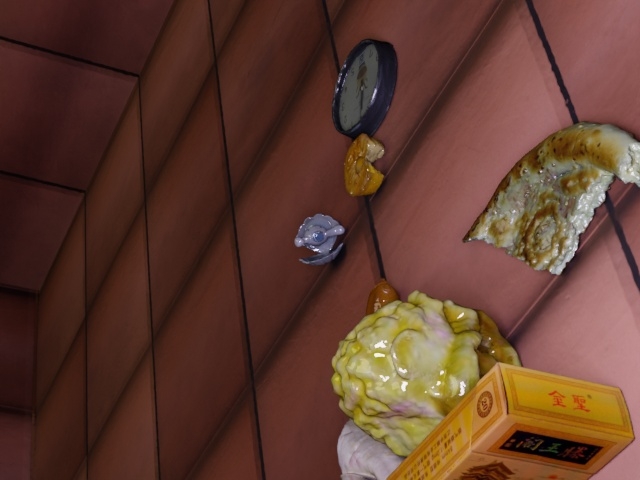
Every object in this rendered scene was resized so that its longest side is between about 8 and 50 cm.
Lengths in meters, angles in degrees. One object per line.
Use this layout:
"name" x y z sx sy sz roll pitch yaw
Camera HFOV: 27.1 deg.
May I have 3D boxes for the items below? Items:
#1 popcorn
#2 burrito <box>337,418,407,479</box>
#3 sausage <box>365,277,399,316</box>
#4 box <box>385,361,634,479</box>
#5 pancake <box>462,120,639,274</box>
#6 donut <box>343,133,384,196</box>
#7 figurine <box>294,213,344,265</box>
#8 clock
"popcorn" 0.146 0.175 1.752 0.259 0.259 0.212 -50 20 47
"burrito" 0.117 0.357 1.812 0.299 0.105 0.143 -142 38 -63
"sausage" 0.094 0.149 2.068 0.062 0.054 0.183 63 -148 -75
"box" 0.215 0.260 1.571 0.274 0.174 0.076 -54 33 42
"pancake" 0.295 -0.051 1.716 0.376 0.054 0.197 139 138 -56
"donut" 0.077 -0.125 2.269 0.097 0.043 0.108 -24 57 61
"figurine" 0.000 0.000 2.338 0.086 0.094 0.082 -58 -54 -76
"clock" 0.076 -0.268 2.352 0.184 0.040 0.185 -45 38 51
